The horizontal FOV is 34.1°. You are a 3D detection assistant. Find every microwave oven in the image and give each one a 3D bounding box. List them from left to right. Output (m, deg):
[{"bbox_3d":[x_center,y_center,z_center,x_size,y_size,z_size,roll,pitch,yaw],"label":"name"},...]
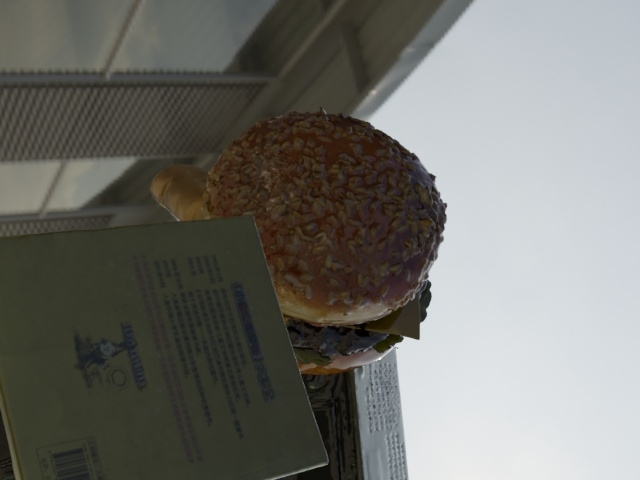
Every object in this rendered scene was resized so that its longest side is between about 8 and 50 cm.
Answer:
[{"bbox_3d":[-0.098,0.307,1.452,0.395,0.247,0.332,-8,-98,19],"label":"microwave oven"}]

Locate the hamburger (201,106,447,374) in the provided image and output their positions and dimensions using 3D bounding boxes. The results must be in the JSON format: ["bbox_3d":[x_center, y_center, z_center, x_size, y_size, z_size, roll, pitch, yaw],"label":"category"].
[{"bbox_3d":[0.000,0.000,1.165,0.225,0.291,0.290,108,-34,-54],"label":"hamburger"}]

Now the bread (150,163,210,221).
[{"bbox_3d":[-0.199,-0.069,1.811,0.305,0.142,0.091,-146,-114,-63],"label":"bread"}]

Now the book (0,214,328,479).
[{"bbox_3d":[-0.094,0.068,0.599,0.013,0.192,0.167,-35,-113,47],"label":"book"}]

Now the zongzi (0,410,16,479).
[{"bbox_3d":[-0.296,0.199,1.272,0.362,0.319,0.383,-35,104,-81],"label":"zongzi"}]
